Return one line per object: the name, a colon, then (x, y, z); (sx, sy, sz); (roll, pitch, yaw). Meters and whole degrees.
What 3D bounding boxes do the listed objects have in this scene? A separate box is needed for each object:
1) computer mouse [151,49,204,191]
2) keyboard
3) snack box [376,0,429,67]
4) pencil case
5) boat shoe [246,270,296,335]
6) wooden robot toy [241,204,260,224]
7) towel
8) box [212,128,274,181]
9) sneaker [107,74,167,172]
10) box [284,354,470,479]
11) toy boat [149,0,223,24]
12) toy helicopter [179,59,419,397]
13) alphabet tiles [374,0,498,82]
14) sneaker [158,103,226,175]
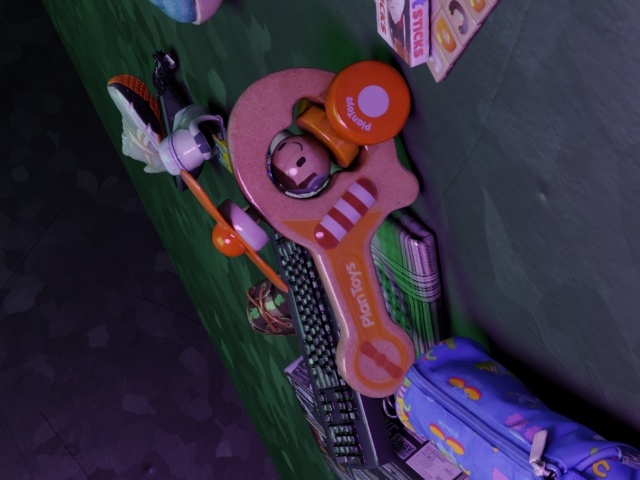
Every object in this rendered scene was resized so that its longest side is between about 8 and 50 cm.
computer mouse: (-0.276, -0.234, 2.047); (0.188, 0.072, 0.272); (152, 107, -77)
keyboard: (0.025, 0.117, 1.233); (0.202, 0.033, 0.317); (-22, 83, 54)
snack box: (0.068, -0.236, 0.875); (0.064, 0.022, 0.178); (56, 162, 39)
pencil case: (0.181, 0.190, 0.966); (0.133, 0.119, 0.306); (41, 177, -27)
boat shoe: (-0.057, 0.106, 1.653); (0.123, 0.123, 0.342); (62, 166, 0)
wooden robot toy: (-0.092, -0.034, 1.669); (0.173, 0.079, 0.076); (48, 157, 51)
towel: (0.042, 0.048, 1.295); (0.324, 0.056, 0.312); (39, 150, 44)
box: (-0.114, -0.130, 1.636); (0.169, 0.059, 0.054); (43, 153, 57)
sneaker: (-0.380, -0.227, 2.138); (0.099, 0.121, 0.262); (-86, -28, -44)
box: (0.097, 0.300, 1.365); (0.307, 0.076, 0.242); (34, 154, 44)
toy boat: (-0.249, -0.458, 1.431); (0.267, 0.148, 0.318); (48, 157, 50)
toy helicopter: (0.000, 0.000, 1.061); (0.140, 0.235, 0.354); (-176, 67, -73)
alphabet tiles: (0.079, -0.250, 0.878); (0.198, 0.009, 0.237); (64, 165, 9)
sneaker: (-0.203, -0.181, 1.786); (0.258, 0.091, 0.094); (-82, -30, -65)
